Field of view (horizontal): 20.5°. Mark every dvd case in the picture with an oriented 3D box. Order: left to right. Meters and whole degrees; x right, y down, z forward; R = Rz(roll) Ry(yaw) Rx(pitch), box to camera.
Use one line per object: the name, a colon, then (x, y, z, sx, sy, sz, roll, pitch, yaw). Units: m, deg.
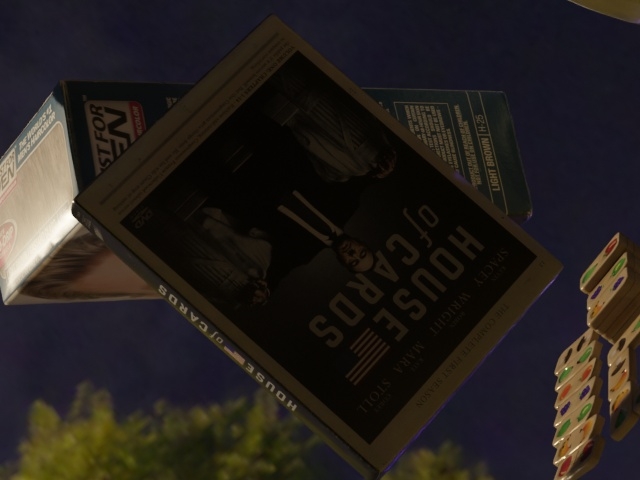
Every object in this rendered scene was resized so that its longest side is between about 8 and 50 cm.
dvd case: (0.000, 0.000, 1.047, 0.179, 0.239, 0.029, -46, -8, -23)

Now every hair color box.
hair color box: (-0.043, -0.031, 1.260, 0.347, 0.105, 0.174, -1, -20, -28)

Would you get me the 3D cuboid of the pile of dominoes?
pile of dominoes: (0.237, 0.080, 1.439, 0.040, 0.251, 0.196, 34, -65, -6)

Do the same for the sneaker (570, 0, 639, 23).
sneaker: (0.148, -0.226, 1.208, 0.258, 0.094, 0.091, 9, -54, -34)
